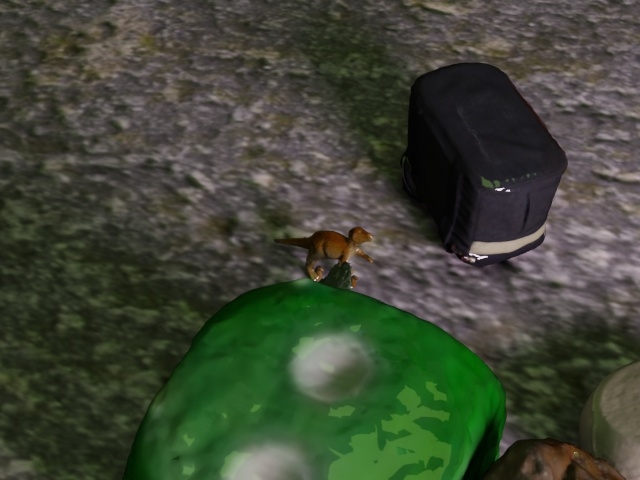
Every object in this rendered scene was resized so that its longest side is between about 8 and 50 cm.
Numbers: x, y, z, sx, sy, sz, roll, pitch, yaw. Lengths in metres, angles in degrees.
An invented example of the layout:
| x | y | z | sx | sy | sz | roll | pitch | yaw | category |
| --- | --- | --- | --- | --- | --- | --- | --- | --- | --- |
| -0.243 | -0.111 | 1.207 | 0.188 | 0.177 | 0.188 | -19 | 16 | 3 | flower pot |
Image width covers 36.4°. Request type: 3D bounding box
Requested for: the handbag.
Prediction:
| x | y | z | sx | sy | sz | roll | pitch | yaw | category |
| --- | --- | --- | --- | --- | --- | --- | --- | --- | --- |
| 0.220 | -0.104 | 1.328 | 0.181 | 0.181 | 0.254 | -17 | 53 | -15 | handbag |

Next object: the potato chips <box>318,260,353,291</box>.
| x | y | z | sx | sy | sz | roll | pitch | yaw | category |
| --- | --- | --- | --- | --- | --- | --- | --- | --- | --- |
| -0.008 | 0.140 | 1.186 | 0.167 | 0.059 | 0.228 | -21 | 50 | 8 | potato chips |

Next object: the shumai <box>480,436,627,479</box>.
| x | y | z | sx | sy | sz | roll | pitch | yaw | category |
| --- | --- | --- | --- | --- | --- | --- | --- | --- | --- |
| 0.189 | 0.353 | 0.862 | 0.217 | 0.283 | 0.346 | -7 | 78 | -13 | shumai |

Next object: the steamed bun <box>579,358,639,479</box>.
| x | y | z | sx | sy | sz | roll | pitch | yaw | category |
| --- | --- | --- | --- | --- | --- | --- | --- | --- | --- |
| 0.401 | 0.231 | 1.055 | 0.232 | 0.145 | 0.232 | -9 | 23 | 4 | steamed bun |

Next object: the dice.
| x | y | z | sx | sy | sz | roll | pitch | yaw | category |
| --- | --- | --- | --- | --- | --- | --- | --- | --- | --- |
| 0.001 | 0.235 | 0.941 | 0.287 | 0.297 | 0.300 | 22 | 61 | 19 | dice |

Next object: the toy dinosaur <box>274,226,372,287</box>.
| x | y | z | sx | sy | sz | roll | pitch | yaw | category |
| --- | --- | --- | --- | --- | --- | --- | --- | --- | --- |
| 0.000 | 0.000 | 1.275 | 0.162 | 0.126 | 0.039 | 33 | 53 | 23 | toy dinosaur |
